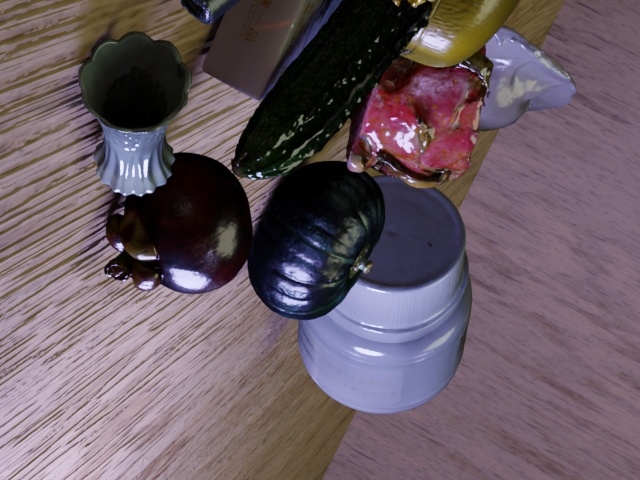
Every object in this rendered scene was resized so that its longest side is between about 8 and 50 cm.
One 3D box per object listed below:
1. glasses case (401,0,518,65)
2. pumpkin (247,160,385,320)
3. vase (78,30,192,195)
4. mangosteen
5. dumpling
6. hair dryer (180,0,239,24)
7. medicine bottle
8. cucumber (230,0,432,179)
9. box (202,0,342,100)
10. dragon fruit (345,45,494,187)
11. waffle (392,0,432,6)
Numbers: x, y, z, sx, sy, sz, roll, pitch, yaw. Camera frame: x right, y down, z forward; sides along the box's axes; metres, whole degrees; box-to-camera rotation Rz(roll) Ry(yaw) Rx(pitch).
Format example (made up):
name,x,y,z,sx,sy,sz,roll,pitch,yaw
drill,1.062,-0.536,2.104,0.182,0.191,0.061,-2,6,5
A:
name,x,y,z,sx,sy,sz,roll,pitch,yaw
glasses case,0.130,-0.265,1.805,0.371,0.141,0.173,-104,-141,-85
pumpkin,0.000,0.000,2.117,0.202,0.140,0.202,-61,170,-19
vase,-0.138,-0.085,1.327,0.081,0.081,0.148,-57,173,-22
mangosteen,-0.126,-0.007,1.520,0.140,0.140,0.140,-58,170,-16
dumpling,0.238,-0.220,2.537,0.163,0.204,0.293,-46,176,-15
hair dryer,-0.049,-0.275,1.319,0.173,0.050,0.195,-45,149,-19
medicine bottle,0.092,0.076,2.510,0.245,0.245,0.306,-55,162,-31
cucumber,0.010,-0.139,1.541,0.265,0.077,0.077,-55,169,-39
box,-0.014,-0.223,1.594,0.149,0.067,0.233,-61,172,23
dragon fruit,0.100,-0.160,2.086,0.282,0.147,0.211,133,-41,-71
waffle,0.065,-0.297,1.518,0.193,0.070,0.197,31,57,-58
